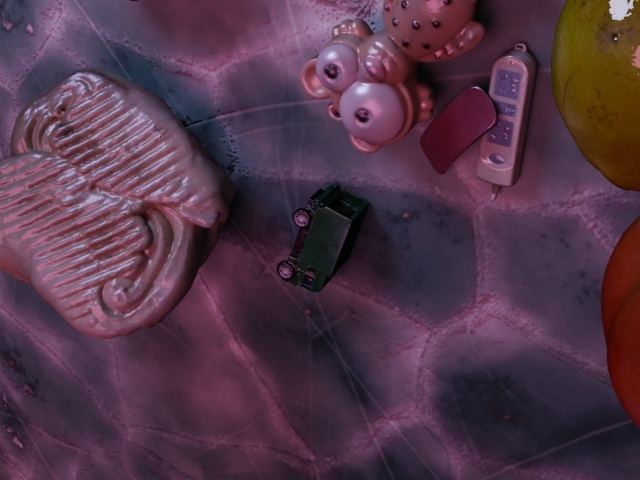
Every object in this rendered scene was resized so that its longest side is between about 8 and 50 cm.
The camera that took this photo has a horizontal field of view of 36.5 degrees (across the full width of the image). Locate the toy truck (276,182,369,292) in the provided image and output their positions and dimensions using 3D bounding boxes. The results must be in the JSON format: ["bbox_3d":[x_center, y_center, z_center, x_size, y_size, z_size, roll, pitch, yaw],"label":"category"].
[{"bbox_3d":[0.000,0.000,1.287,0.079,0.065,0.147,30,127,12],"label":"toy truck"}]

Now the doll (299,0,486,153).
[{"bbox_3d":[0.091,-0.225,1.070,0.154,0.119,0.278,38,125,5],"label":"doll"}]

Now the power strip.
[{"bbox_3d":[0.209,-0.129,1.099,0.047,0.030,0.191,19,124,25],"label":"power strip"}]

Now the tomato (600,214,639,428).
[{"bbox_3d":[0.426,0.085,0.900,0.321,0.321,0.322,16,123,26],"label":"tomato"}]

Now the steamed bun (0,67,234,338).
[{"bbox_3d":[-0.279,-0.050,1.335,0.324,0.219,0.310,33,91,8],"label":"steamed bun"}]

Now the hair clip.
[{"bbox_3d":[0.155,-0.124,1.122,0.054,0.022,0.137,62,146,13],"label":"hair clip"}]

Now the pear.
[{"bbox_3d":[0.317,-0.174,0.888,0.212,0.212,0.269,20,124,23],"label":"pear"}]
